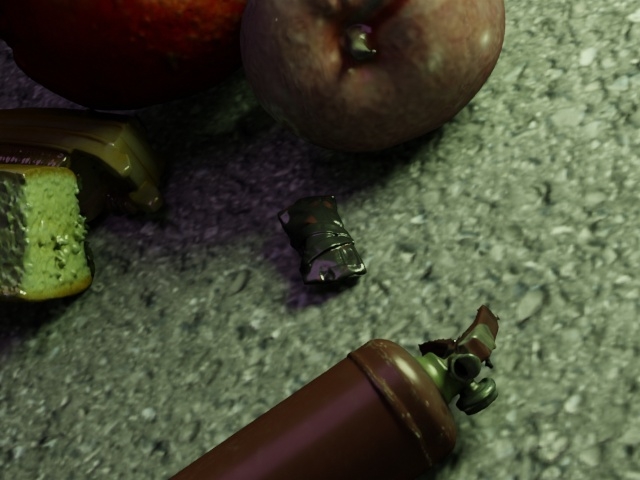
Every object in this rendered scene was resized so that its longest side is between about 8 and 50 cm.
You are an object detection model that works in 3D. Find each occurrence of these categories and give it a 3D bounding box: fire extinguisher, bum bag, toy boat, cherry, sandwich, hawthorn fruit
[{"bbox_3d":[0.005,0.152,1.397,0.337,0.106,0.147,-34,11,-7],"label":"fire extinguisher"},{"bbox_3d":[0.000,-0.001,1.633,0.058,0.034,0.124,-18,35,-6],"label":"bum bag"},{"bbox_3d":[-0.272,-0.072,1.865,0.310,0.089,0.115,8,53,41],"label":"toy boat"},{"bbox_3d":[0.046,-0.188,1.683,0.236,0.213,0.285,-2,19,1],"label":"cherry"},{"bbox_3d":[-0.339,-0.013,1.754,0.236,0.122,0.128,3,4,23],"label":"sandwich"},{"bbox_3d":[-0.194,-0.253,1.803,0.307,0.265,0.265,-16,35,-5],"label":"hawthorn fruit"}]
